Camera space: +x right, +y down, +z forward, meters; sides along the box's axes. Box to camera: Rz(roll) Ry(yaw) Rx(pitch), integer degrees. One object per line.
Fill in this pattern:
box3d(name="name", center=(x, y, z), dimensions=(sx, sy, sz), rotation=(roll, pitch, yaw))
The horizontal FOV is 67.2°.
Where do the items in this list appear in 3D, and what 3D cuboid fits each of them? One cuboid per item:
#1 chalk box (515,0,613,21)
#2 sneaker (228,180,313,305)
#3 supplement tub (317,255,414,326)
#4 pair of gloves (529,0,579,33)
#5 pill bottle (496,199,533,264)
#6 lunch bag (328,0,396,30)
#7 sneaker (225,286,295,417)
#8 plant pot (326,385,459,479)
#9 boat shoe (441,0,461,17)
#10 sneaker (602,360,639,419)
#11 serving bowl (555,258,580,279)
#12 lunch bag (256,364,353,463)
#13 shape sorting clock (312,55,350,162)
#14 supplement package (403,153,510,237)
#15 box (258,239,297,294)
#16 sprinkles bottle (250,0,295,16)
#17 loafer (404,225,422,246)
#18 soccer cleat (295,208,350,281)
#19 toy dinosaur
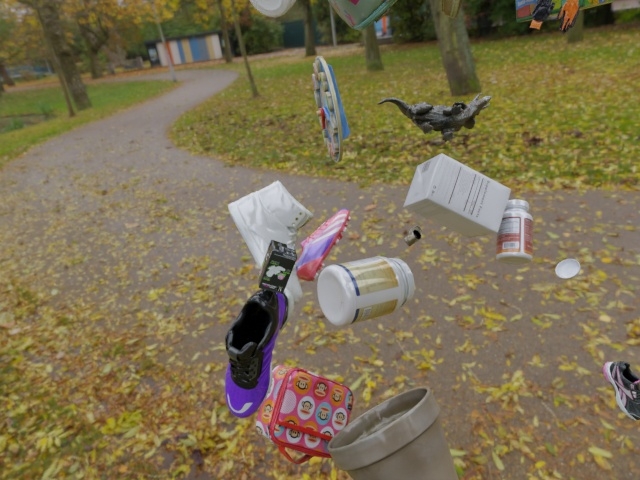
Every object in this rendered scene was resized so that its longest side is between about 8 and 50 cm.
box3d(name="chalk box", center=(0.629, -0.688, 1.264), dimensions=(0.289, 0.179, 0.180), rotation=(-26, 24, -33))
box3d(name="sneaker", center=(-0.078, 0.002, 1.158), dimensions=(0.169, 0.292, 0.108), rotation=(-29, 5, 3))
box3d(name="supplement tub", center=(0.172, 0.183, 1.812), dimensions=(0.317, 0.228, 0.228), rotation=(-8, 21, -31))
box3d(name="pair of gloves", center=(0.446, -0.435, 0.914), dimensions=(0.083, 0.074, 0.010), rotation=(26, 30, 33))
box3d(name="pill bottle", center=(0.696, -0.030, 1.725), dimensions=(0.121, 0.215, 0.121), rotation=(8, -17, 2))
box3d(name="lunch bag", center=(0.122, -0.593, 1.075), dimensions=(0.224, 0.108, 0.279), rotation=(-39, 31, 14))
box3d(name="sneaker", center=(-0.151, 0.231, 0.979), dimensions=(0.102, 0.293, 0.146), rotation=(17, 5, 16))
box3d(name="plant pot", center=(0.226, 0.594, 1.289), dimensions=(0.323, 0.280, 0.323), rotation=(-30, -10, -6))
box3d(name="boat shoe", center=(0.258, -0.616, 1.005), dimensions=(0.090, 0.285, 0.104), rotation=(0, 34, 15))
box3d(name="sneaker", center=(0.899, 0.434, 1.398), dimensions=(0.072, 0.178, 0.077), rotation=(-19, -18, -27))
box3d(name="serving bowl", center=(0.901, 0.108, 1.748), dimensions=(0.083, 0.027, 0.083), rotation=(-30, 35, 25))
box3d(name="lunch bag", center=(-0.049, 0.534, 1.454), dimensions=(0.120, 0.293, 0.258), rotation=(-10, 56, 50))
box3d(name="shape sorting clock", center=(0.012, -0.254, 0.947), dimensions=(0.041, 0.206, 0.206), rotation=(-17, 24, -5))
box3d(name="supplement package", center=(0.479, -0.150, 1.701), dimensions=(0.293, 0.175, 0.177), rotation=(24, -12, -14))
box3d(name="box", center=(-0.085, 0.051, 0.941), dimensions=(0.052, 0.083, 0.062), rotation=(18, 16, -14))
box3d(name="sprinkles bottle", center=(-0.063, -0.717, 1.255), dimensions=(0.121, 0.121, 0.355), rotation=(5, 49, 27))
box3d(name="loafer", center=(0.387, -0.021, 1.955), dimensions=(0.050, 0.056, 0.148), rotation=(-33, 8, 36))
box3d(name="soccer cleat", center=(0.000, 0.000, 1.337), dimensions=(0.095, 0.083, 0.247), rotation=(29, 70, 3))
box3d(name="toy dinosaur", center=(0.320, -0.348, 1.366), dimensions=(0.314, 0.120, 0.160), rotation=(2, 19, 13))
